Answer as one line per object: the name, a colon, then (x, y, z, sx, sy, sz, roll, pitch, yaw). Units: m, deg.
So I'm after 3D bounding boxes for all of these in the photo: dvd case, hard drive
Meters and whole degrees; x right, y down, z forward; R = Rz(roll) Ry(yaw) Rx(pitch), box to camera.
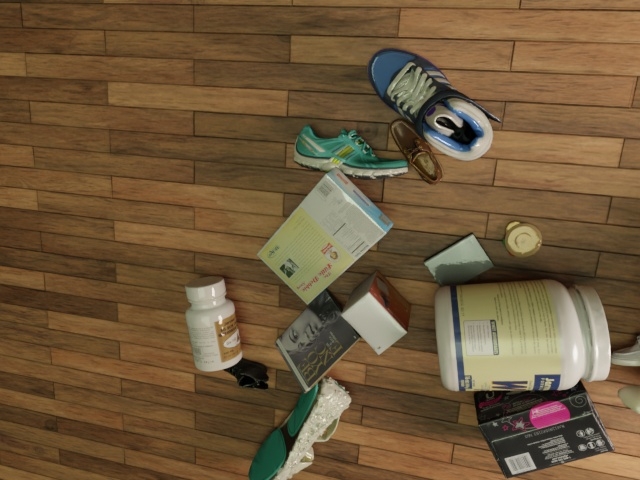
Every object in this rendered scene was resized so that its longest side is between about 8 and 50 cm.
dvd case: (-0.013, 0.260, 1.243, 0.221, 0.018, 0.164, -49, 57, 19)
hard drive: (0.330, 0.055, 1.150, 0.135, 0.022, 0.094, -33, 94, 19)

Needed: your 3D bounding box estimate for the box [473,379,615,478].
box: (0.516, 0.424, 1.132, 0.247, 0.142, 0.163, -26, 97, 19)

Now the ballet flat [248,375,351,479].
ballet flat: (-0.049, 0.545, 1.309, 0.147, 0.147, 0.409, 34, 108, 4)

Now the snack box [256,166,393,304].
snack box: (0.000, 0.000, 1.149, 0.187, 0.060, 0.322, 45, 127, 0)

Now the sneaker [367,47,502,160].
sneaker: (0.220, -0.289, 0.981, 0.323, 0.236, 0.130, 42, 109, 1)

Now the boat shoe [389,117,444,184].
boat shoe: (0.221, -0.204, 1.094, 0.064, 0.060, 0.178, -35, 93, 19)

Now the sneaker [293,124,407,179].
sneaker: (0.070, -0.203, 1.114, 0.275, 0.107, 0.110, 14, 97, 10)

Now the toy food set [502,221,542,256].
toy food set: (0.466, 0.000, 1.106, 0.083, 0.020, 0.082, 10, 106, 11)

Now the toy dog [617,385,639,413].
toy dog: (0.864, 0.232, 0.892, 0.395, 0.284, 0.408, 12, 112, -26)

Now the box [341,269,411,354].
box: (0.138, 0.167, 1.146, 0.091, 0.170, 0.130, -43, 91, 19)

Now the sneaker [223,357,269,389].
sneaker: (-0.214, 0.366, 1.322, 0.170, 0.089, 0.051, 9, 105, 11)

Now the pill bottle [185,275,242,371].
pill bottle: (-0.290, 0.219, 1.283, 0.131, 0.131, 0.229, -5, 102, 15)

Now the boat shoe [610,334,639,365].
boat shoe: (0.745, 0.238, 1.074, 0.184, 0.066, 0.063, -13, 90, 17)

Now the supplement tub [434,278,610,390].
supplement tub: (0.423, 0.207, 1.052, 0.325, 0.235, 0.235, -5, 102, 15)
